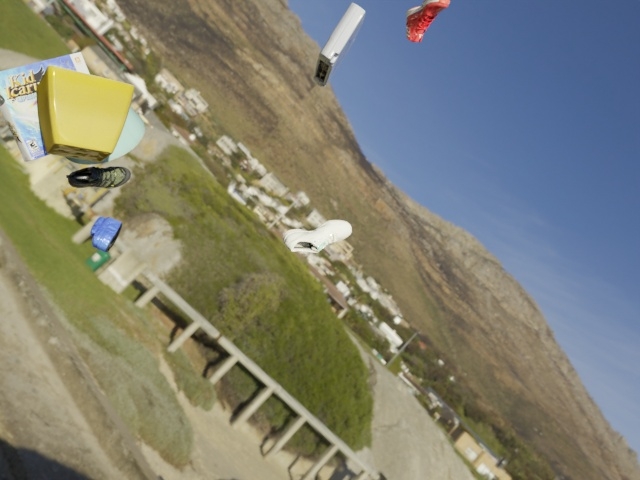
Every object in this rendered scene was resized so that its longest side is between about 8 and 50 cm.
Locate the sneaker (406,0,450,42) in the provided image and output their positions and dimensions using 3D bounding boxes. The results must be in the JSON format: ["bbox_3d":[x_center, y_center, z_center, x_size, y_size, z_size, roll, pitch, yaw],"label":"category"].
[{"bbox_3d":[0.385,-0.785,2.000,0.087,0.128,0.221,3,4,-21],"label":"sneaker"}]

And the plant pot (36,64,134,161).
[{"bbox_3d":[-0.642,-0.323,1.493,0.212,0.187,0.212,7,-7,-34],"label":"plant pot"}]

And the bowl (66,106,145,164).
[{"bbox_3d":[-0.806,-0.433,1.984,0.311,0.311,0.163,39,-28,31],"label":"bowl"}]

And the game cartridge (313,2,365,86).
[{"bbox_3d":[0.056,-0.579,1.647,0.060,0.196,0.294,36,-3,-4],"label":"game cartridge"}]

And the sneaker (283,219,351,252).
[{"bbox_3d":[0.000,0.000,1.654,0.094,0.212,0.080,-122,-159,-59],"label":"sneaker"}]

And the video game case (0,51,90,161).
[{"bbox_3d":[-0.769,-0.389,1.597,0.061,0.269,0.244,2,-62,41],"label":"video game case"}]

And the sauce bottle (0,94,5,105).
[{"bbox_3d":[-0.600,-0.288,0.967,0.042,0.042,0.128,40,-23,27],"label":"sauce bottle"}]

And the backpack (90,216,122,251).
[{"bbox_3d":[-0.825,-0.021,2.115,0.101,0.120,0.098,23,-24,-12],"label":"backpack"}]

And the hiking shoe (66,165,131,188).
[{"bbox_3d":[-0.828,-0.235,2.079,0.114,0.227,0.086,-175,-105,-72],"label":"hiking shoe"}]
